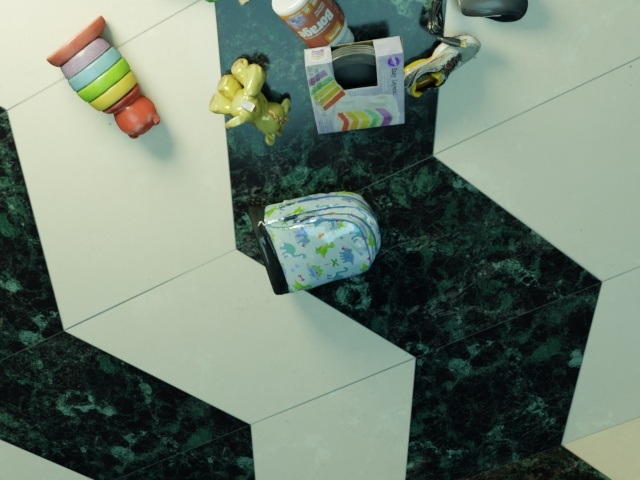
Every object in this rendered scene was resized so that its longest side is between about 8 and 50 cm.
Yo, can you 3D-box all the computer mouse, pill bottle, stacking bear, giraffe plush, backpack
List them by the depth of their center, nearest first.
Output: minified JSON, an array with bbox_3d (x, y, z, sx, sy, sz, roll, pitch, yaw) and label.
[{"bbox_3d":[-0.010,-0.543,1.450,0.121,0.121,0.216,-38,141,17],"label":"pill bottle"},{"bbox_3d":[0.398,-0.573,1.480,0.262,0.060,0.184,9,93,-6],"label":"computer mouse"},{"bbox_3d":[-0.544,-0.400,1.532,0.175,0.164,0.289,-31,119,14],"label":"stacking bear"},{"bbox_3d":[-0.166,-0.354,1.571,0.181,0.210,0.170,-46,139,16],"label":"giraffe plush"},{"bbox_3d":[0.000,0.000,1.723,0.355,0.273,0.290,-17,111,-6],"label":"backpack"}]

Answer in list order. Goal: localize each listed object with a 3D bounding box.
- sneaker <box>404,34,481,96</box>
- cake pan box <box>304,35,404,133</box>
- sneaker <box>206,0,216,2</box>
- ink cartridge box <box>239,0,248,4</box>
[{"bbox_3d":[0.322,-0.451,1.552,0.225,0.093,0.088,-32,135,15],"label":"sneaker"},{"bbox_3d":[0.094,-0.399,1.526,0.245,0.070,0.267,-7,148,3],"label":"cake pan box"},{"bbox_3d":[-0.377,-0.670,1.432,0.295,0.109,0.123,29,135,-17],"label":"sneaker"},{"bbox_3d":[-0.136,-0.712,1.411,0.234,0.088,0.193,-25,114,12],"label":"ink cartridge box"}]
